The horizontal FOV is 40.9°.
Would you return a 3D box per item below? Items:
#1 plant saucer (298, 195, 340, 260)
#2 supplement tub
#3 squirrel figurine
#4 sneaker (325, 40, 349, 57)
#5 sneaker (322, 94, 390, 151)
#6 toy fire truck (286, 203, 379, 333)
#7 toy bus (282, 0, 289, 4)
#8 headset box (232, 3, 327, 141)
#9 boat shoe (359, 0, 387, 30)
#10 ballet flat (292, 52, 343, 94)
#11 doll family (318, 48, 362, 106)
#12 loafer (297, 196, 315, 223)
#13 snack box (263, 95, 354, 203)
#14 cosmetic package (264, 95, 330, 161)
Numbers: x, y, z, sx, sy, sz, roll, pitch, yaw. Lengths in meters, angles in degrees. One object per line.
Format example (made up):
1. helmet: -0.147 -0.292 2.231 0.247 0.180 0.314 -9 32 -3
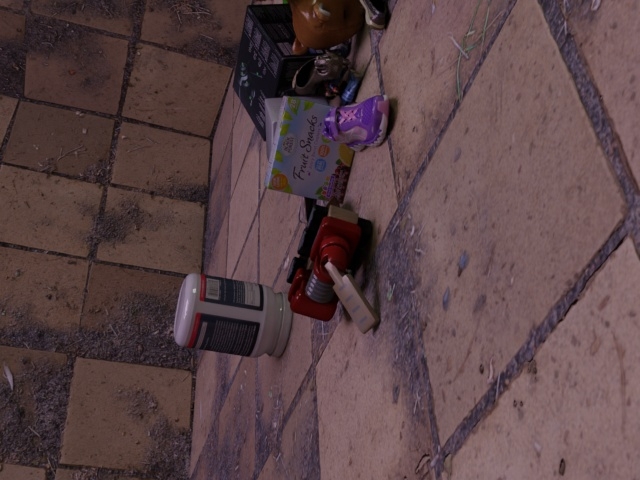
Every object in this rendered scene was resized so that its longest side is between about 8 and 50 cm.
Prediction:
1. plant saucer: 0.000 0.000 1.844 0.198 0.036 0.198 -62 -5 -9
2. supplement tub: -0.224 0.195 2.188 0.191 0.272 0.191 -169 90 -76
3. squirrel figurine: -0.067 -0.628 2.001 0.281 0.397 0.370 -26 67 60
4. sneaker: 0.040 -0.481 2.151 0.135 0.052 0.058 -2 67 68
5. sneaker: 0.067 -0.241 1.744 0.236 0.105 0.095 163 119 -72
6. toy fire truck: 0.025 0.086 1.634 0.246 0.159 0.217 -81 11 -53
7. toy bus: -0.015 -0.562 2.280 0.202 0.104 0.190 1 102 58
8. headset box: -0.114 -0.431 2.246 0.246 0.131 0.283 59 147 37
9. boat shoe: 0.120 -0.517 1.858 0.049 0.056 0.152 123 145 -44
10. ballet flat: -0.020 -0.389 1.990 0.250 0.058 0.084 -174 92 -68
11. doll family: 0.039 -0.363 2.004 0.193 0.076 0.111 -111 39 -58
12. loafer: -0.029 -0.102 2.142 0.039 0.045 0.125 23 109 58
13. snack box: -0.018 -0.199 1.892 0.070 0.175 0.207 -138 61 -75
14. cosmetic package: -0.049 -0.242 2.029 0.183 0.151 0.151 -107 15 -63
